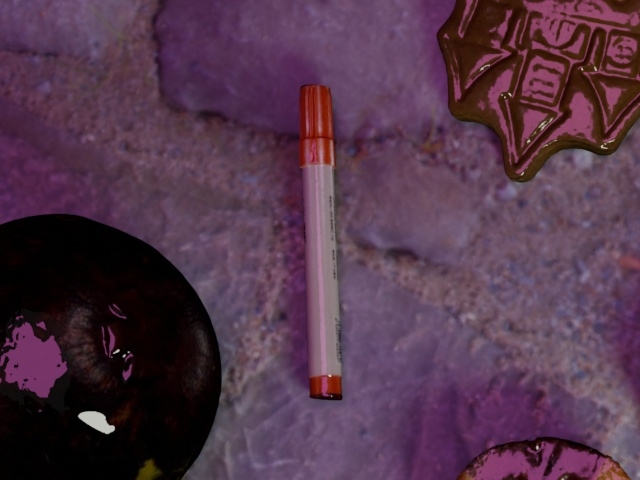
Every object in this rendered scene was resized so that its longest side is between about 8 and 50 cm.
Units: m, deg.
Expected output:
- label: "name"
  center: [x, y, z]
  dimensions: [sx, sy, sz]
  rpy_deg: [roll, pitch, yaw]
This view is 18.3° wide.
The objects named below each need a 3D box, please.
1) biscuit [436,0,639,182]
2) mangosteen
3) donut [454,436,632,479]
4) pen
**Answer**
- label: "biscuit"
  center: [0.174, -0.145, 1.462]
  dimensions: [0.182, 0.034, 0.215]
  rpy_deg: [14, 80, 14]
- label: "mangosteen"
  center: [-0.197, 0.101, 1.402]
  dimensions: [0.265, 0.228, 0.228]
  rpy_deg: [-25, 69, 46]
- label: "donut"
  center: [0.156, 0.203, 1.373]
  dimensions: [0.140, 0.059, 0.140]
  rpy_deg: [-3, 77, 11]
- label: "pen"
  center: [0.000, 0.000, 1.466]
  dimensions: [0.028, 0.028, 0.239]
  rpy_deg: [-5, 77, 10]
